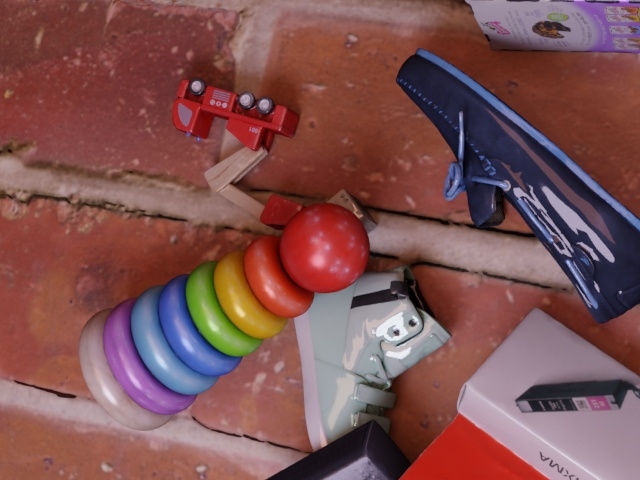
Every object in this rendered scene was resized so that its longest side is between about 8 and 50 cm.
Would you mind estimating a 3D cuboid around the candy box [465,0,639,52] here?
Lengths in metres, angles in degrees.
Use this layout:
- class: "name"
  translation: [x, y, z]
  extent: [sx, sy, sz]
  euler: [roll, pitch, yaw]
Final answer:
- class: "candy box"
  translation: [0.254, -0.243, 1.230]
  extent: [0.196, 0.165, 0.070]
  euler: [5, 82, 18]

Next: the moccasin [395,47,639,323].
- class: "moccasin"
  translation: [0.191, -0.056, 1.237]
  extent: [0.342, 0.137, 0.117]
  euler: [44, 100, 19]

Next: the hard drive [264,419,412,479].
- class: "hard drive"
  translation: [0.053, 0.320, 1.211]
  extent: [0.172, 0.054, 0.255]
  euler: [-30, 100, 11]

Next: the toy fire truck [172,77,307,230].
- class: "toy fire truck"
  translation: [-0.087, -0.095, 1.376]
  extent: [0.192, 0.047, 0.135]
  euler: [17, 88, 20]

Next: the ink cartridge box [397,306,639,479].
- class: "ink cartridge box"
  translation: [0.241, 0.222, 1.152]
  extent: [0.275, 0.060, 0.239]
  euler: [35, 56, 19]

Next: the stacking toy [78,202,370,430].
- class: "stacking toy"
  translation: [-0.087, 0.070, 1.268]
  extent: [0.330, 0.141, 0.141]
  euler: [-30, 73, 24]

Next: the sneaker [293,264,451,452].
- class: "sneaker"
  translation: [0.065, 0.148, 1.261]
  extent: [0.151, 0.094, 0.256]
  euler: [-18, 74, 21]

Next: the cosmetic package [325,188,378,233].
- class: "cosmetic package"
  translation: [0.000, 0.000, 1.328]
  extent: [0.115, 0.060, 0.041]
  euler: [-39, 71, 7]
